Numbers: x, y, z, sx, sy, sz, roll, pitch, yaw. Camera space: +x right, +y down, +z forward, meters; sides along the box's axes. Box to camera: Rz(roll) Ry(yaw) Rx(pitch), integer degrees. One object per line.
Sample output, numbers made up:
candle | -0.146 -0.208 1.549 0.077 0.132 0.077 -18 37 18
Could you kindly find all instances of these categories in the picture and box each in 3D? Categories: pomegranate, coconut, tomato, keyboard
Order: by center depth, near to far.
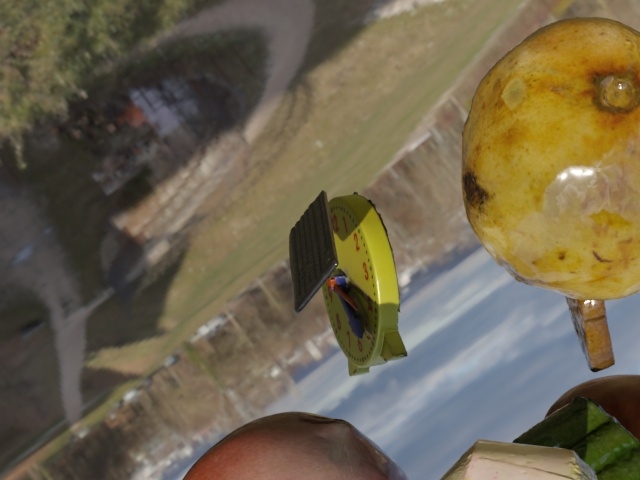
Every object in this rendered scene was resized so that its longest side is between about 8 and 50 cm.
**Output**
coconut | 0.167 0.253 0.992 0.153 0.147 0.147 2 -172 18
pomegranate | 0.249 -0.071 1.029 0.260 0.260 0.260 -37 174 -4
tomato | -0.025 0.355 1.291 0.321 0.321 0.321 -37 174 -4
keyboard | -0.011 -0.008 1.608 0.103 0.041 0.381 -52 -170 15
pomegranate | 0.462 0.308 1.617 0.270 0.229 0.252 -16 -167 -35

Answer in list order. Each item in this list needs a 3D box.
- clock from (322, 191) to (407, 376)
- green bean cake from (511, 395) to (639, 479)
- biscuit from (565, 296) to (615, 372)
clock | 0.047 0.071 1.767 0.071 0.293 0.277 -7 162 -17
green bean cake | 0.317 0.338 1.260 0.156 0.247 0.249 -24 141 -23
biscuit | 0.320 0.020 1.383 0.049 0.272 0.257 -12 148 12
